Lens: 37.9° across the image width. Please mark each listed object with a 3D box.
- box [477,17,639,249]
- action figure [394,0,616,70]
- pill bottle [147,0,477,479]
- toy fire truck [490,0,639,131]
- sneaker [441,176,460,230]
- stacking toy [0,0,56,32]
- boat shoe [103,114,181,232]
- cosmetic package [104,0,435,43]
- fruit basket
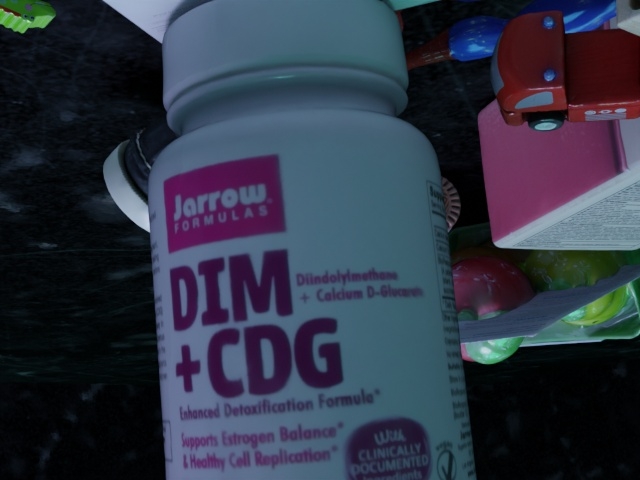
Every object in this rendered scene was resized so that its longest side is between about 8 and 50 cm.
[{"bbox_3d":[0.243,-0.082,0.713,0.148,0.127,0.232,1,164,-20],"label":"box"},{"bbox_3d":[0.177,-0.139,0.559,0.280,0.091,0.139,-13,156,34],"label":"action figure"},{"bbox_3d":[-0.009,0.024,0.501,0.160,0.283,0.160,-6,171,-1],"label":"pill bottle"},{"bbox_3d":[0.174,-0.098,0.443,0.192,0.047,0.135,-1,168,16],"label":"toy fire truck"},{"bbox_3d":[0.000,0.000,1.002,0.282,0.099,0.153,-6,163,-4],"label":"sneaker"},{"bbox_3d":[-0.298,-0.119,0.567,0.221,0.052,0.167,6,162,-36],"label":"stacking toy"},{"bbox_3d":[-0.011,-0.053,0.779,0.340,0.127,0.113,14,130,-44],"label":"boat shoe"},{"bbox_3d":[0.010,-0.160,0.481,0.239,0.060,0.099,-9,165,18],"label":"cosmetic package"},{"bbox_3d":[0.206,0.073,1.033,0.327,0.165,0.353,-12,-170,47],"label":"fruit basket"}]
